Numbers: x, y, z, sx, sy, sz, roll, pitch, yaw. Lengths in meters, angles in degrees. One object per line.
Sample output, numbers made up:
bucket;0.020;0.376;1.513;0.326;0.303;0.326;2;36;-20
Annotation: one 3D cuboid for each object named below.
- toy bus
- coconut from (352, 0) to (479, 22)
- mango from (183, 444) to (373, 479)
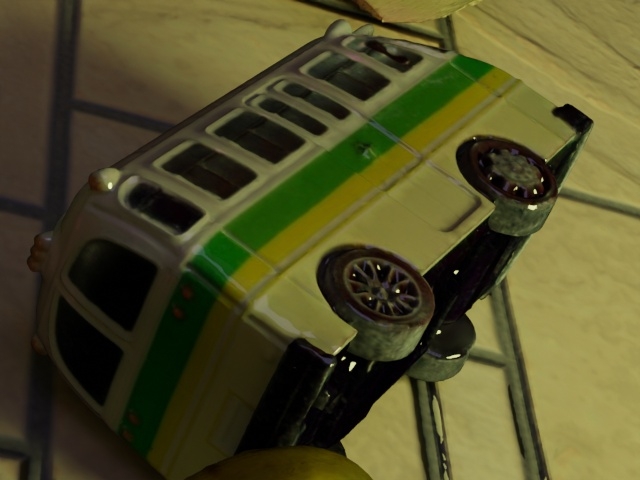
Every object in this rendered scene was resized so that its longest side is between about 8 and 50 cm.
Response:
toy bus;0.000;0.000;0.908;0.179;0.143;0.305;36;40;14
coconut;0.060;-0.271;1.209;0.233;0.233;0.245;-4;41;-35
mango;-0.058;0.186;0.645;0.130;0.167;0.262;45;49;-4
